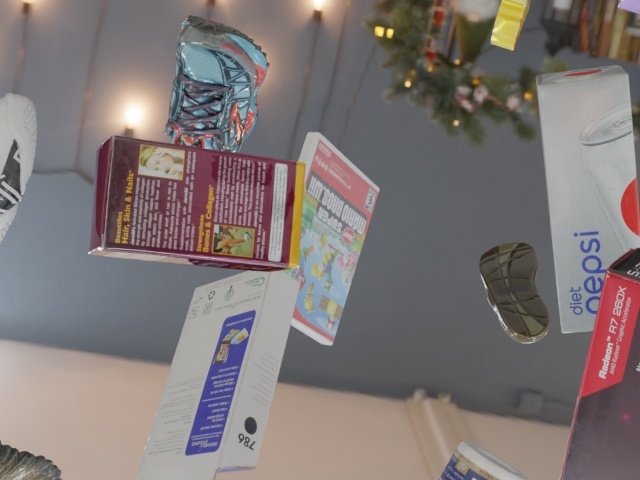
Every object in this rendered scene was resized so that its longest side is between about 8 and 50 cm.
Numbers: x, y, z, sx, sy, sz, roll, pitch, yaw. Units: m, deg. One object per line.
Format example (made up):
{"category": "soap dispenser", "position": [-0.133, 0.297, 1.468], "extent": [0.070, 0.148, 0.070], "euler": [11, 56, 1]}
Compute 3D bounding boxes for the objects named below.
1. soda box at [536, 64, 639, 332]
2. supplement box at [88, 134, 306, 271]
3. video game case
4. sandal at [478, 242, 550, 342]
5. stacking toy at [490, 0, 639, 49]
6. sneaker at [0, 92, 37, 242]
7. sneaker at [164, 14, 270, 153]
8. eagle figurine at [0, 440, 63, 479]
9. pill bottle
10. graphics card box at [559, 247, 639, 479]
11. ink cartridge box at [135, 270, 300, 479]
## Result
{"category": "soda box", "position": [0.303, -0.046, 1.112], "extent": [0.098, 0.287, 0.091], "euler": [-5, -166, 13]}
{"category": "supplement box", "position": [-0.116, -0.030, 0.936], "extent": [0.188, 0.104, 0.081], "euler": [6, 173, -22]}
{"category": "video game case", "position": [0.000, 0.000, 1.578], "extent": [0.025, 0.285, 0.204], "euler": [5, 159, 36]}
{"category": "sandal", "position": [0.285, 0.080, 1.450], "extent": [0.089, 0.060, 0.219], "euler": [-8, -142, 0]}
{"category": "stacking toy", "position": [0.207, -0.198, 0.595], "extent": [0.166, 0.221, 0.052], "euler": [18, -141, 11]}
{"category": "sneaker", "position": [-0.467, -0.025, 1.107], "extent": [0.210, 0.366, 0.137], "euler": [25, 175, -24]}
{"category": "sneaker", "position": [-0.125, -0.150, 1.154], "extent": [0.104, 0.125, 0.262], "euler": [18, 156, 7]}
{"category": "eagle figurine", "position": [-0.530, 0.368, 1.408], "extent": [0.298, 0.226, 0.225], "euler": [38, -169, -7]}
{"category": "pill bottle", "position": [0.163, 0.328, 1.152], "extent": [0.094, 0.169, 0.094], "euler": [30, 180, 0]}
{"category": "graphics card box", "position": [0.398, 0.172, 0.824], "extent": [0.370, 0.233, 0.094], "euler": [20, -156, 30]}
{"category": "ink cartridge box", "position": [-0.134, 0.197, 1.274], "extent": [0.165, 0.333, 0.065], "euler": [-17, 136, 41]}
